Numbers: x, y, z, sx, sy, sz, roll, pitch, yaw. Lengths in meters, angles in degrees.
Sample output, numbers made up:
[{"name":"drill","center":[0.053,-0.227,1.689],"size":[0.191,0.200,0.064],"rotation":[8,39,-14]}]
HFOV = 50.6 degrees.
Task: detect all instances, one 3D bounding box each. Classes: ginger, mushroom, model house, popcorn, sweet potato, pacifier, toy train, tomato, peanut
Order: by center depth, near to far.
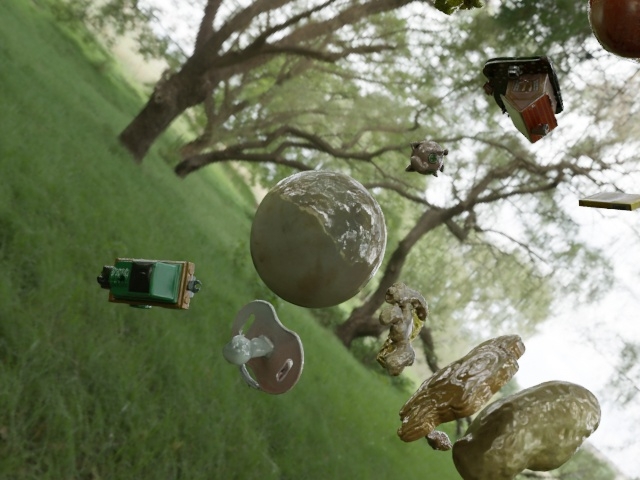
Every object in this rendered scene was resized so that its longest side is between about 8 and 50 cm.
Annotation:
[{"name":"tomato","center":[0.621,-0.428,1.277],"size":[0.231,0.189,0.232],"rotation":[7,5,-1]},{"name":"peanut","center":[0.477,0.449,1.569],"size":[0.169,0.386,0.192],"rotation":[-171,-116,-73]},{"name":"ginger","center":[0.188,0.208,1.635],"size":[0.065,0.259,0.149],"rotation":[-25,-68,40]},{"name":"mushroom","center":[0.000,0.000,1.758],"size":[0.362,0.362,0.294],"rotation":[42,2,22]},{"name":"popcorn","center":[0.372,-0.705,1.806],"size":[0.155,0.198,0.197],"rotation":[-3,-15,12]},{"name":"model house","center":[0.594,-0.398,2.008],"size":[0.206,0.154,0.294],"rotation":[5,-19,30]},{"name":"pacifier","center":[-0.191,0.344,2.179],"size":[0.332,0.220,0.273],"rotation":[45,-13,31]},{"name":"sweet potato","center":[0.391,0.681,2.319],"size":[0.068,0.068,0.226],"rotation":[40,2,42]},{"name":"toy train","center":[-0.623,0.148,2.400],"size":[0.428,0.178,0.249],"rotation":[2,-10,27]}]

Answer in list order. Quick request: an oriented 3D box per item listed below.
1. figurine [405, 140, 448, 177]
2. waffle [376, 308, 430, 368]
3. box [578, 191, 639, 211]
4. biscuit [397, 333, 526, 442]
[{"name":"figurine","center":[0.365,-0.281,2.323],"size":[0.137,0.125,0.125],"rotation":[2,6,-11]},{"name":"waffle","center":[0.239,0.304,2.066],"size":[0.055,0.211,0.160],"rotation":[37,-29,1]},{"name":"box","center":[0.721,-0.096,1.654],"size":[0.155,0.086,0.023],"rotation":[14,-58,61]},{"name":"biscuit","center":[0.300,0.313,1.484],"size":[0.051,0.375,0.269],"rotation":[57,-31,-1]}]
